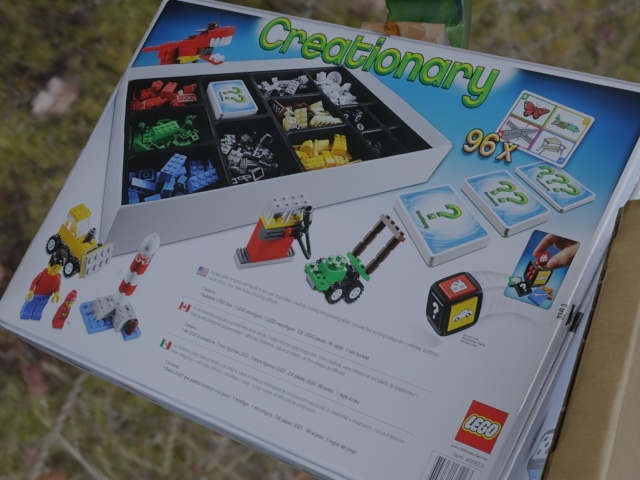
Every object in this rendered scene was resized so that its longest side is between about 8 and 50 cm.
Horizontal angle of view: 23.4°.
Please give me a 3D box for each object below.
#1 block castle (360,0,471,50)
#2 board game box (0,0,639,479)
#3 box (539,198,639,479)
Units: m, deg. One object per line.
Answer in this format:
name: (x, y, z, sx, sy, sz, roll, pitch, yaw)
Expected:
block castle: (0.182, -0.118, 1.042, 0.213, 0.303, 0.453, 64, 30, -63)
board game box: (0.000, 0.000, 0.690, 0.053, 0.305, 0.193, 38, 75, -47)
box: (0.104, 0.103, 0.491, 0.201, 0.021, 0.164, -59, 138, -56)
